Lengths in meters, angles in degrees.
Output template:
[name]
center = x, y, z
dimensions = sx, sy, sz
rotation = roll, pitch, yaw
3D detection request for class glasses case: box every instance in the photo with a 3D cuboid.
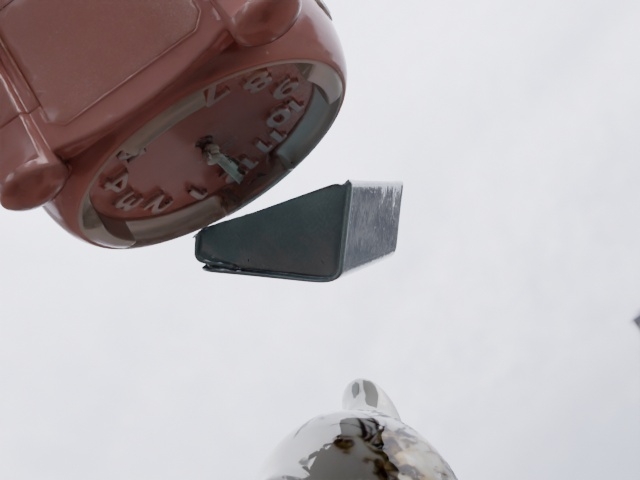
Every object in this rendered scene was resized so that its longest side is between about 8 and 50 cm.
[glasses case]
center = 0.000, 0.000, 0.950
dimensions = 0.105, 0.056, 0.266
rotation = -19, -1, 10

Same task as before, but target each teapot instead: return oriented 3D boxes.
[teapot]
center = 0.043, 0.237, 0.964
dimensions = 0.166, 0.299, 0.208
rotation = -4, -35, -51

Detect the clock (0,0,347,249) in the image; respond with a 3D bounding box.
[clock]
center = -0.098, -0.100, 0.921
dimensions = 0.227, 0.142, 0.241
rotation = -35, -23, 7
